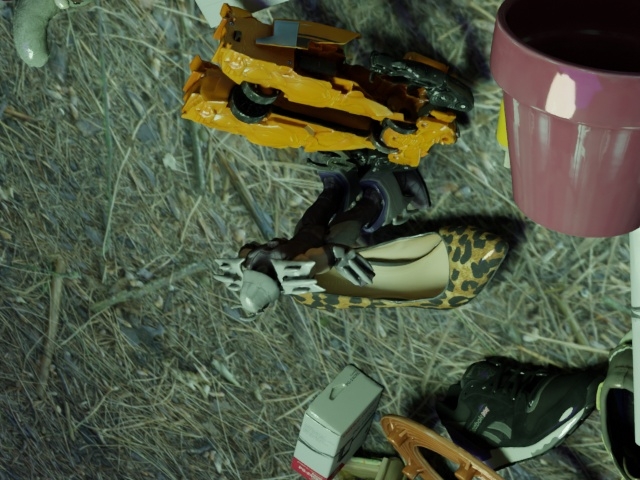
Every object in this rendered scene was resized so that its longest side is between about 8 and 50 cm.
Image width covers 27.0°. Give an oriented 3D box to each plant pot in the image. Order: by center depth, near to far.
[{"bbox_3d":[0.246,-0.111,1.185,0.201,0.201,0.180,22,127,28],"label":"plant pot"}]

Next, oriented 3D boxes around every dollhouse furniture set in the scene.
[{"bbox_3d":[0.114,0.384,1.950,0.182,0.101,0.161,2,151,43],"label":"dollhouse furniture set"}]

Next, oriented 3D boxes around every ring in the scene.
[{"bbox_3d":[0.207,0.344,1.741,0.337,0.032,0.336,38,166,11],"label":"ring"}]

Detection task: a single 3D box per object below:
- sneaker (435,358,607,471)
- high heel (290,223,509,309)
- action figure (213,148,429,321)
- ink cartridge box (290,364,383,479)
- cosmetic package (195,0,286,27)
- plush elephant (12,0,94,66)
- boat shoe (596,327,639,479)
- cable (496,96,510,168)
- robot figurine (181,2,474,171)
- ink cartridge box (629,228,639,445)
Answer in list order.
[{"bbox_3d":[0.229,0.198,1.618,0.124,0.107,0.283,50,144,2],"label":"sneaker"},{"bbox_3d":[0.078,0.034,1.528,0.261,0.186,0.093,-22,70,56],"label":"high heel"},{"bbox_3d":[0.000,0.000,1.485,0.185,0.285,0.099,12,133,38],"label":"action figure"},{"bbox_3d":[0.022,0.262,1.872,0.063,0.109,0.150,34,143,16],"label":"ink cartridge box"},{"bbox_3d":[-0.060,-0.357,1.321,0.224,0.138,0.224,-9,120,48],"label":"cosmetic package"},{"bbox_3d":[-0.358,-0.332,1.560,0.255,0.330,0.272,37,164,-29],"label":"plush elephant"},{"bbox_3d":[0.376,0.240,1.521,0.109,0.091,0.305,12,133,37],"label":"boat shoe"},{"bbox_3d":[0.217,-0.186,1.273,0.140,0.072,0.287,6,130,34],"label":"cable"},{"bbox_3d":[0.014,-0.154,1.397,0.291,0.085,0.211,11,152,-20],"label":"robot figurine"},{"bbox_3d":[0.411,0.084,1.280,0.197,0.114,0.272,13,124,36],"label":"ink cartridge box"}]
